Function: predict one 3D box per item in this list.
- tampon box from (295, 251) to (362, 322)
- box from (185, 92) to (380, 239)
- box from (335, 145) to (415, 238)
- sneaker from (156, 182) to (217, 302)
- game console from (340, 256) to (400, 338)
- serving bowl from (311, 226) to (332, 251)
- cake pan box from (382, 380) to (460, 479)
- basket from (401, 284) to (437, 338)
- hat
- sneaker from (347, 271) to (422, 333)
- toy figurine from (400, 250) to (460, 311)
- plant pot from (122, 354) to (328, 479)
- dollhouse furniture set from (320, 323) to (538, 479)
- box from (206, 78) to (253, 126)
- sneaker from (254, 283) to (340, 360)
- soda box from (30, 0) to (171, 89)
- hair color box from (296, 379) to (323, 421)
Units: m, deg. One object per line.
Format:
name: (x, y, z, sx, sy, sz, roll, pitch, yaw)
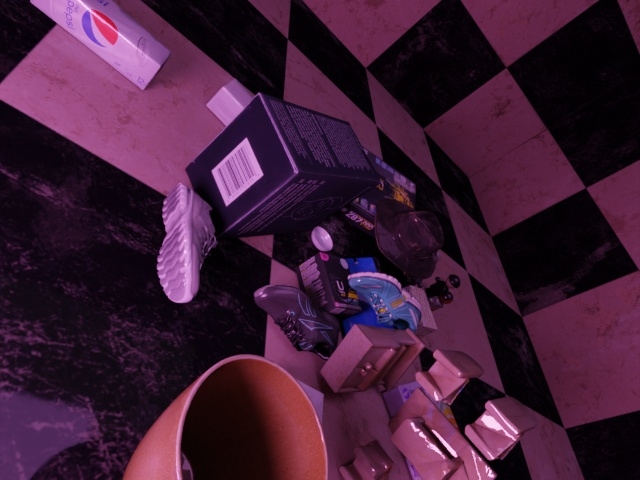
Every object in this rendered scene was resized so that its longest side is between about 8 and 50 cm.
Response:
tampon box: (0.021, 0.132, 1.157, 0.120, 0.101, 0.161, 17, 48, -47)
box: (-0.082, -0.171, 1.109, 0.395, 0.293, 0.212, -6, 66, -56)
box: (0.193, -0.175, 1.604, 0.394, 0.097, 0.319, 30, 48, -24)
sneaker: (-0.259, 0.002, 0.884, 0.115, 0.105, 0.282, 26, 42, -40)
game console: (0.146, 0.217, 1.326, 0.249, 0.173, 0.294, -2, 58, -20)
serving bowl: (0.000, 0.000, 1.322, 0.083, 0.027, 0.084, 35, 36, -31)
cake pan box: (0.301, 0.528, 1.218, 0.266, 0.070, 0.246, 13, 50, -48)
basket: (0.311, 0.246, 1.454, 0.113, 0.103, 0.167, 21, 45, -45)
hat: (0.342, -0.029, 1.492, 0.331, 0.133, 0.332, 19, 57, -33)
sneaker: (0.183, 0.173, 1.164, 0.275, 0.107, 0.110, 37, 55, -25)
toy figurine: (0.434, 0.157, 1.663, 0.213, 0.148, 0.209, 55, 31, -3)
plant pot: (-0.159, 0.318, 0.589, 0.237, 0.254, 0.237, 35, 36, -31)
dollhouse furniture set: (0.223, 0.392, 0.974, 0.256, 0.362, 0.394, 18, 21, -47)
box: (-0.263, -0.408, 1.275, 0.101, 0.087, 0.102, 45, 33, -18)
sneaker: (-0.047, 0.194, 1.009, 0.267, 0.101, 0.106, 36, 39, -30)
soda box: (-0.511, -0.505, 1.016, 0.286, 0.091, 0.098, 38, 36, -27)
hair color box: (-0.071, 0.338, 0.888, 0.167, 0.053, 0.093, 39, 36, -28)
